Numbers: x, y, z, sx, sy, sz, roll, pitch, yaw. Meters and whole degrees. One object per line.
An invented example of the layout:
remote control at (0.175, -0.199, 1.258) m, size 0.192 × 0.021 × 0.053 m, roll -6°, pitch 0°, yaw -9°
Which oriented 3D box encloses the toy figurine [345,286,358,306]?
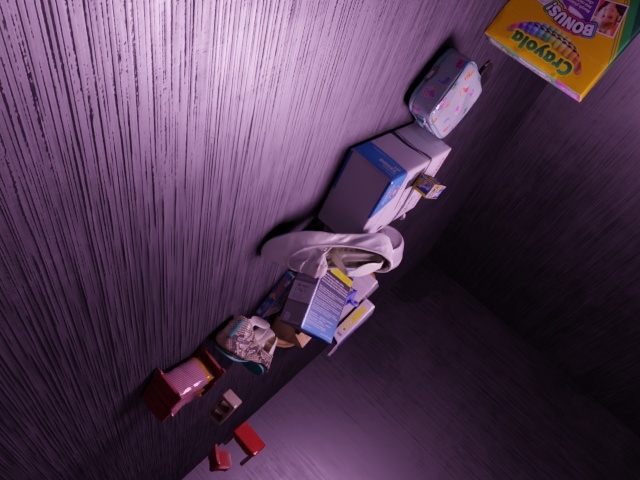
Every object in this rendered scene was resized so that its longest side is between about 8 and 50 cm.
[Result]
toy figurine at (0.074, 0.190, 2.065) m, size 0.191 × 0.217 × 0.363 m, roll -54°, pitch 163°, yaw 22°

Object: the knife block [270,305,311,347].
knife block at (-0.132, 0.305, 2.012) m, size 0.088 × 0.276 × 0.241 m, roll -44°, pitch 125°, yaw -32°

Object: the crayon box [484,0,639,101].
crayon box at (0.756, -0.665, 1.536) m, size 0.313 × 0.363 × 0.106 m, roll -53°, pitch 163°, yaw 15°

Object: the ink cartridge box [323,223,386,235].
ink cartridge box at (0.112, 0.017, 1.663) m, size 0.154 × 0.213 × 0.093 m, roll -85°, pitch 179°, yaw -67°

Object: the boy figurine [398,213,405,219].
boy figurine at (0.186, -0.090, 1.826) m, size 0.285 × 0.092 × 0.177 m, roll -18°, pitch -169°, yaw -37°

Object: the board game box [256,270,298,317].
board game box at (-0.140, 0.193, 1.851) m, size 0.201 × 0.035 × 0.136 m, roll -52°, pitch 163°, yaw 17°

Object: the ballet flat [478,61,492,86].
ballet flat at (0.581, -0.588, 1.870) m, size 0.058 × 0.049 × 0.173 m, roll 17°, pitch 113°, yaw -42°

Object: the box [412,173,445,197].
box at (0.348, -0.171, 1.598) m, size 0.054 × 0.059 × 0.169 m, roll -53°, pitch 163°, yaw 18°

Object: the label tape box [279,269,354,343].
label tape box at (0.005, 0.184, 1.841) m, size 0.241 × 0.106 × 0.333 m, roll 43°, pitch 64°, yaw -54°

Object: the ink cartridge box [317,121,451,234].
ink cartridge box at (0.212, -0.190, 1.616) m, size 0.395 × 0.166 × 0.285 m, roll -31°, pitch 157°, yaw -44°

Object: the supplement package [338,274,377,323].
supplement package at (0.112, 0.253, 2.373) m, size 0.293 × 0.177 × 0.175 m, roll -46°, pitch 166°, yaw -4°

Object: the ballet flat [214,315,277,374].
ballet flat at (-0.244, 0.377, 1.830) m, size 0.182 × 0.164 × 0.482 m, roll -53°, pitch 162°, yaw -15°

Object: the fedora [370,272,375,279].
fedora at (0.188, 0.199, 2.556) m, size 0.194 × 0.195 × 0.079 m, roll -56°, pitch -161°, yaw 27°

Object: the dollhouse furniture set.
dollhouse furniture set at (-0.342, 0.534, 1.543) m, size 0.152 × 0.374 × 0.201 m, roll -52°, pitch 165°, yaw 30°

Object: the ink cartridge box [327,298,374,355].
ink cartridge box at (0.124, 0.422, 2.380) m, size 0.307 × 0.072 × 0.303 m, roll -41°, pitch 168°, yaw -9°

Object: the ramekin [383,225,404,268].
ramekin at (0.270, 0.021, 2.208) m, size 0.207 × 0.207 × 0.108 m, roll -35°, pitch 150°, yaw -37°

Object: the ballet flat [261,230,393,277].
ballet flat at (0.034, 0.047, 1.450) m, size 0.401 × 0.139 × 0.139 m, roll -1°, pitch 144°, yaw -18°

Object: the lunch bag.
lunch bag at (0.377, -0.438, 1.529) m, size 0.224 × 0.108 × 0.279 m, roll -50°, pitch 158°, yaw 10°

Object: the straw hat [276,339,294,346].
straw hat at (-0.165, 0.419, 2.259) m, size 0.061 × 0.145 × 0.144 m, roll -89°, pitch -161°, yaw -44°
